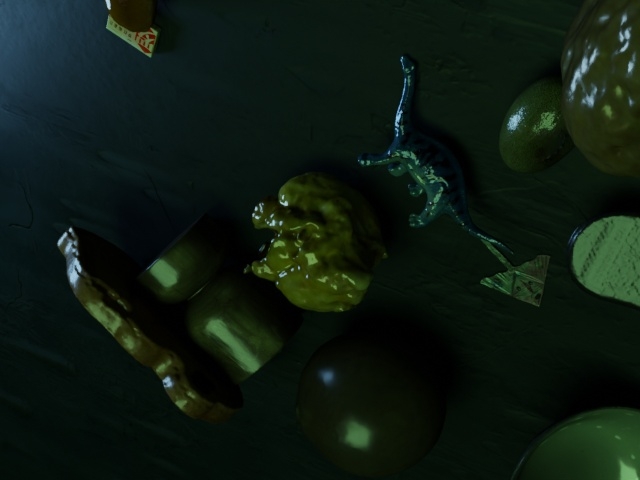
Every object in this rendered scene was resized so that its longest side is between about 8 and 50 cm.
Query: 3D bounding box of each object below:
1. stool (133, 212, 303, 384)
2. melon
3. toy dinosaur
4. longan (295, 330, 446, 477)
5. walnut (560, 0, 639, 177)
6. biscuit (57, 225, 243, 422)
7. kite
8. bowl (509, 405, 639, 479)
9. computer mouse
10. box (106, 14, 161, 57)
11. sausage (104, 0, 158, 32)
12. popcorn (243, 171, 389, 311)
[{"bbox_3d":[-0.181,0.106,1.826,0.264,0.179,0.179,48,137,-7],"label":"stool"},{"bbox_3d":[0.292,-0.150,1.345,0.099,0.099,0.162,36,140,5],"label":"melon"},{"bbox_3d":[0.152,-0.102,1.502,0.144,0.076,0.329,-23,99,37],"label":"toy dinosaur"},{"bbox_3d":[0.085,0.278,1.732,0.258,0.258,0.258,19,133,22],"label":"longan"},{"bbox_3d":[0.422,-0.206,1.070,0.306,0.306,0.344,30,138,11],"label":"walnut"},{"bbox_3d":[-0.307,0.148,1.874,0.455,0.078,0.350,47,-179,-3],"label":"biscuit"},{"bbox_3d":[0.296,0.042,1.566,0.137,0.005,0.152,-26,107,42],"label":"kite"},{"bbox_3d":[0.421,0.405,1.628,0.337,0.337,0.157,53,175,-14],"label":"bowl"},{"bbox_3d":[0.470,0.040,1.385,0.264,0.088,0.147,31,120,11],"label":"computer mouse"},{"bbox_3d":[-0.305,-0.345,1.661,0.093,0.015,0.058,34,138,7],"label":"box"},{"bbox_3d":[-0.288,-0.422,1.531,0.098,0.098,0.238,22,135,19],"label":"sausage"},{"bbox_3d":[0.000,-0.002,1.609,0.253,0.191,0.190,28,122,25],"label":"popcorn"}]
